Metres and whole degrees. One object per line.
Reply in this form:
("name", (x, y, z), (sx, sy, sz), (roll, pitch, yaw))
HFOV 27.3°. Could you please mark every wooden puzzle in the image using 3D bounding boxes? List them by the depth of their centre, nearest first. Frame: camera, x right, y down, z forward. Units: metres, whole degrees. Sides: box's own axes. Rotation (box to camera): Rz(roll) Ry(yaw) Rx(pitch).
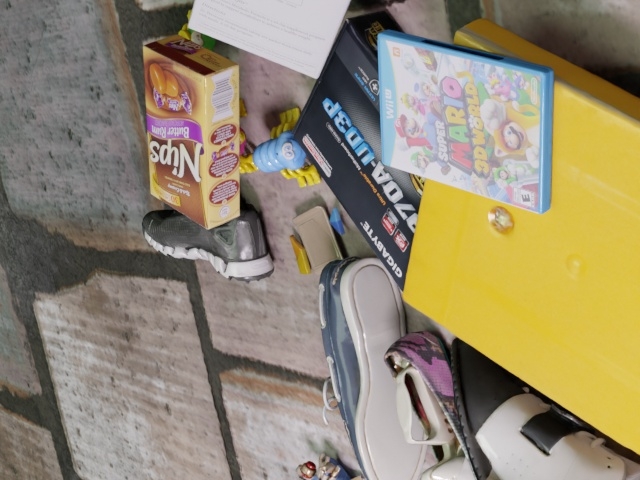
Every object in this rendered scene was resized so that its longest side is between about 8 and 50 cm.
("wooden puzzle", (0.000, 0.000, 1.467), (0.116, 0.014, 0.078), (-13, 100, 58))

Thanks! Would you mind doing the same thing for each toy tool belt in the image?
("toy tool belt", (0.015, 0.279, 1.570), (0.083, 0.052, 0.051), (41, 106, 34))

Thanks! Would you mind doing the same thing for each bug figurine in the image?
("bug figurine", (-0.098, -0.177, 1.465), (0.216, 0.072, 0.279), (-17, 92, 59))

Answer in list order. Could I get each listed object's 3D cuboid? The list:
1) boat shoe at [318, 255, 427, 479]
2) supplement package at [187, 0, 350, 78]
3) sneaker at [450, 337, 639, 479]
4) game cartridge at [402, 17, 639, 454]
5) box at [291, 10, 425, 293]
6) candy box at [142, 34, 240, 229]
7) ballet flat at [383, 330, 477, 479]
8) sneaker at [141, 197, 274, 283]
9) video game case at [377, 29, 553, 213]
("boat shoe", (0.047, 0.143, 1.393), (0.079, 0.095, 0.254), (-4, 102, 56))
("supplement package", (-0.013, -0.290, 1.166), (0.134, 0.139, 0.244), (21, 140, -4))
("sneaker", (0.212, 0.210, 1.178), (0.122, 0.146, 0.330), (68, -177, -48))
("game cartridge", (0.220, 0.011, 1.059), (0.324, 0.053, 0.285), (33, 133, 28))
("box", (0.072, -0.083, 1.272), (0.220, 0.051, 0.175), (56, 145, 21))
("candy box", (-0.140, -0.118, 1.443), (0.109, 0.053, 0.186), (30, 132, 39))
("ballet flat", (0.123, 0.199, 1.320), (0.077, 0.079, 0.221), (-40, 73, 56))
("sneaker", (-0.142, -0.026, 1.614), (0.234, 0.078, 0.106), (19, 119, 48))
("video game case", (0.114, -0.097, 1.057), (0.166, 0.015, 0.119), (21, 126, 40))
